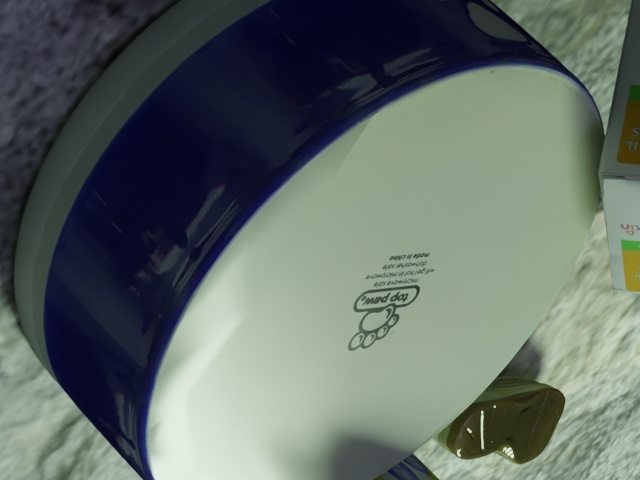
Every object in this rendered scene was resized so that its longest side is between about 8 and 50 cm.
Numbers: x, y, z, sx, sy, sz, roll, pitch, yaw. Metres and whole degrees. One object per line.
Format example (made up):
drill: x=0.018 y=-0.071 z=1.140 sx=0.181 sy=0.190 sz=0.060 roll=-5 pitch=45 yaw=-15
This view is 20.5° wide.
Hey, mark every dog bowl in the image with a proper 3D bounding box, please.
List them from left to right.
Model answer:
dog bowl: x=0.000 y=0.000 z=0.806 sx=0.265 sy=0.104 sz=0.265 roll=-29 pitch=144 yaw=-24

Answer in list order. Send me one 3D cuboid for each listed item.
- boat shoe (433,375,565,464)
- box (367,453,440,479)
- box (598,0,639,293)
boat shoe: x=0.106 y=0.108 z=1.109 sx=0.153 sy=0.048 sz=0.056 roll=3 pitch=112 yaw=-58
box: x=0.034 y=0.140 z=0.929 sx=0.043 sy=0.179 sz=0.105 roll=-51 pitch=148 yaw=10
box: x=0.205 y=-0.078 z=0.848 sx=0.103 sy=0.114 sz=0.203 roll=70 pitch=31 yaw=-55
